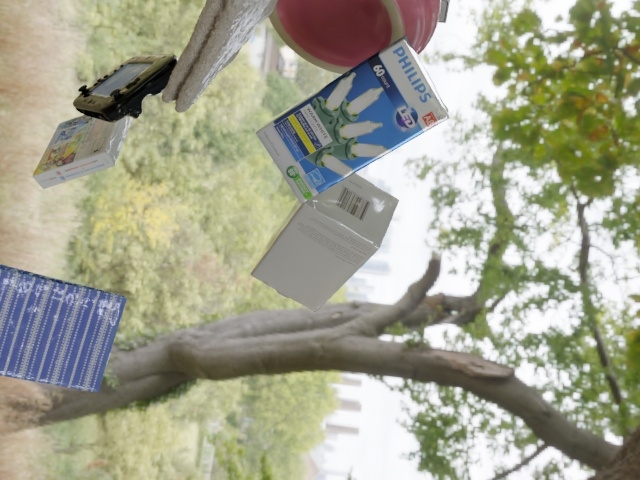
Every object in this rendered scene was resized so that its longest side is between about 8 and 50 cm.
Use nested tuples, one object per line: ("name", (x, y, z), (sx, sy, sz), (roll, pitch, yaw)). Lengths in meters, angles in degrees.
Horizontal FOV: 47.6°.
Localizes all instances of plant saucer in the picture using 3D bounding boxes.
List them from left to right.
("plant saucer", (0.034, -0.401, 1.237), (0.332, 0.332, 0.084), (91, 20, -59))

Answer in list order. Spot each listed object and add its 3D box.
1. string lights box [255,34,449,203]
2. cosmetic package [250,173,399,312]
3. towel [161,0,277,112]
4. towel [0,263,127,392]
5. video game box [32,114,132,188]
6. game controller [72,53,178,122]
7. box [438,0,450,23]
("string lights box", (0.049, -0.181, 1.095), (0.133, 0.259, 0.077), (57, 19, -12))
("cosmetic package", (0.000, 0.000, 1.672), (0.365, 0.197, 0.155), (-47, -166, 55))
("towel", (-0.104, -0.281, 0.909), (0.187, 0.049, 0.282), (-57, -170, -28))
("towel", (-0.626, 0.199, 1.620), (0.040, 0.335, 0.243), (21, -86, 64))
("video game box", (-0.523, -0.215, 1.614), (0.205, 0.187, 0.048), (-87, 159, -47))
("game controller", (-0.365, -0.289, 1.351), (0.166, 0.067, 0.319), (-50, -149, -10))
("box", (0.117, -0.535, 1.422), (0.087, 0.289, 0.169), (70, 30, -76))
